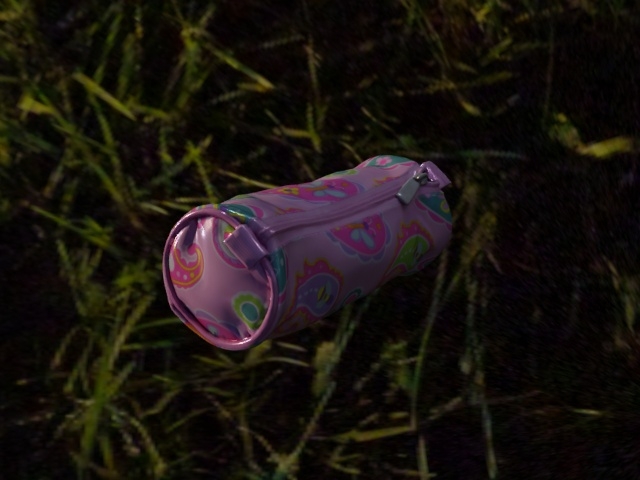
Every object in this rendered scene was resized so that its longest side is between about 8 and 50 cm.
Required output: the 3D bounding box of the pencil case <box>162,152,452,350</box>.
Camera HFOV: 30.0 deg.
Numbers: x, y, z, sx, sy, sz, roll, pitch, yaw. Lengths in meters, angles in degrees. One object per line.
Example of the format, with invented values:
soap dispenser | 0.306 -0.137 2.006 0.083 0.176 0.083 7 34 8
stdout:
pencil case | 0.000 0.000 0.996 0.124 0.284 0.124 11 109 35
